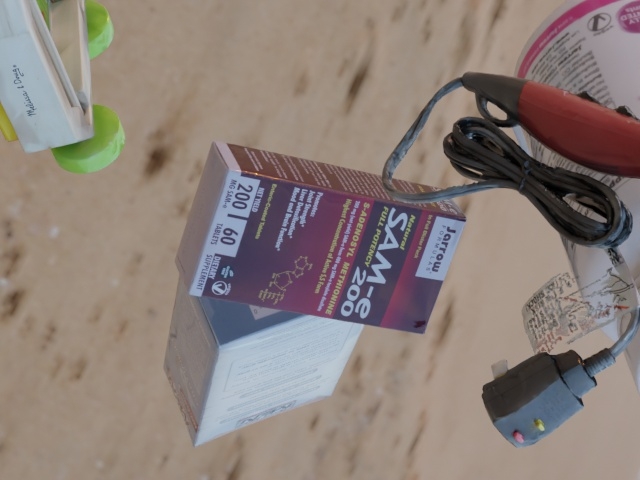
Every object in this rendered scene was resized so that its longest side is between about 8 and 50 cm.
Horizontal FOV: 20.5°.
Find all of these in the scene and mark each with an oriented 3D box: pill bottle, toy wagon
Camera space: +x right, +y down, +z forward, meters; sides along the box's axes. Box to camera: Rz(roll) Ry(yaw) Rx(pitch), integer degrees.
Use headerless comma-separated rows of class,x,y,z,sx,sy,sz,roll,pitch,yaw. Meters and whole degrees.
pill bottle,0.228,-0.027,1.123,0.283,0.160,0.160,-102,-166,-45
toy wagon,-0.216,-0.223,1.289,0.267,0.068,0.344,74,4,-50

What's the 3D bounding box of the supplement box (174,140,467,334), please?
supplement box,0.000,0.000,1.638,0.073,0.239,0.130,-122,-134,-59

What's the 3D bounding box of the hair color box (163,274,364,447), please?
hair color box,-0.064,0.102,1.976,0.185,0.113,0.374,-19,161,-15

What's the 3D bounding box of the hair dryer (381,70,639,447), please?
hair dryer,0.163,-0.047,0.925,0.294,0.223,0.080,-32,153,23

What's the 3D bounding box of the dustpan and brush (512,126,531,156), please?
dustpan and brush,0.255,-0.057,1.694,0.147,0.060,0.211,-17,87,-61
